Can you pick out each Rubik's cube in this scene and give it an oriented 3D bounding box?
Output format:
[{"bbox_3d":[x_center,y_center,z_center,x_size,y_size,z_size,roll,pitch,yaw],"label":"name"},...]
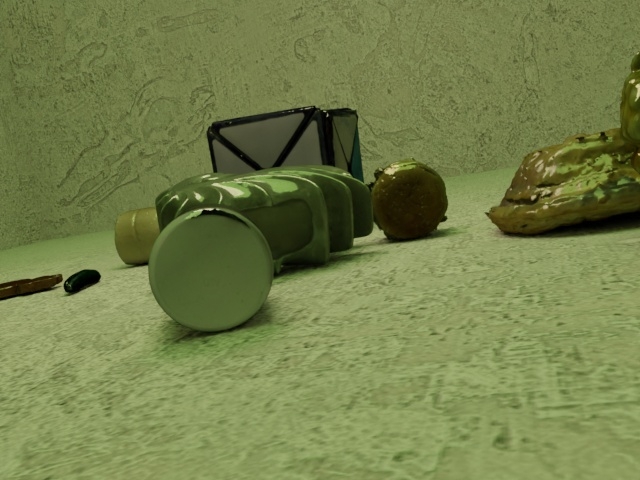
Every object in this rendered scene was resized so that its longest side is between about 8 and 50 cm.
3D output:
[{"bbox_3d":[-0.062,-0.168,1.783,0.310,0.307,0.305,-6,5,21],"label":"Rubik's cube"}]

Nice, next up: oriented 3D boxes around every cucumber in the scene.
[{"bbox_3d":[-0.480,0.078,1.455,0.033,0.036,0.184,-19,4,5],"label":"cucumber"}]

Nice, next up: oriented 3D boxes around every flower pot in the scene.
[{"bbox_3d":[-0.090,-0.045,1.243,0.368,0.164,0.254,-11,18,-16],"label":"flower pot"}]

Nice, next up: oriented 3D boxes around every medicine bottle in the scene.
[{"bbox_3d":[-0.137,0.023,0.921,0.143,0.143,0.258,-10,7,-6],"label":"medicine bottle"}]

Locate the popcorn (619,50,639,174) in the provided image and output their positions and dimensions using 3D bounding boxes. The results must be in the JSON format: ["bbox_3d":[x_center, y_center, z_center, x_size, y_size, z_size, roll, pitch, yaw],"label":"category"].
[{"bbox_3d":[0.541,-0.157,0.882,0.335,0.279,0.274,8,-2,7],"label":"popcorn"}]

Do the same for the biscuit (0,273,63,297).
[{"bbox_3d":[-0.640,0.101,1.536,0.175,0.026,0.124,-10,7,4],"label":"biscuit"}]

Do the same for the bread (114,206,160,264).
[{"bbox_3d":[-0.398,-0.015,1.733,0.141,0.134,0.148,-8,19,16],"label":"bread"}]

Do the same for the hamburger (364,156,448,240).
[{"bbox_3d":[0.152,-0.080,1.359,0.185,0.159,0.131,10,11,5],"label":"hamburger"}]

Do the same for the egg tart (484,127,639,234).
[{"bbox_3d":[0.444,-0.104,1.190,0.352,0.150,0.352,-11,2,0],"label":"egg tart"}]
